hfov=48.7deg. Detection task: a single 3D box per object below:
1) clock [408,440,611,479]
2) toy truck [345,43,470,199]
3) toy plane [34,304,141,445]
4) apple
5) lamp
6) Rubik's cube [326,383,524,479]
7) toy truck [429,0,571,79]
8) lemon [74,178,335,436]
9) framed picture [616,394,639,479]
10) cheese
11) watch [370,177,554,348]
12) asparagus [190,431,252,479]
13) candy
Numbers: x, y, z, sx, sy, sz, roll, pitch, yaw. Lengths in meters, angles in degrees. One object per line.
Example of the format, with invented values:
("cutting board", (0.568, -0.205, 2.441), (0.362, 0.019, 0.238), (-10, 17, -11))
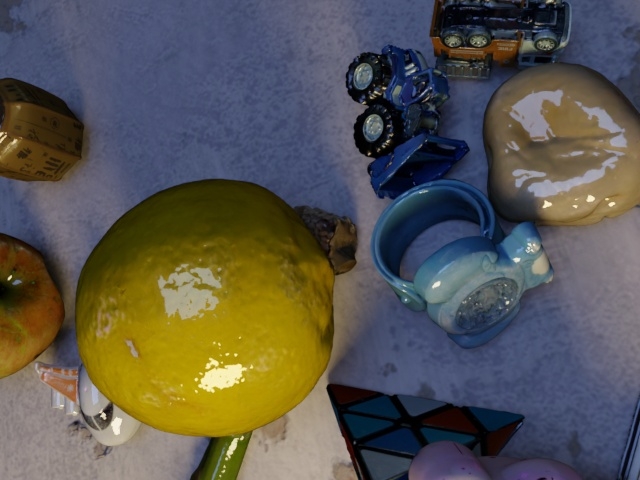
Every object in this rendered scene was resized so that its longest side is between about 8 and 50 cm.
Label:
("clock", (0.203, 0.376, 0.788), (0.322, 0.113, 0.295), (25, 101, -18))
("toy truck", (0.123, -0.162, 0.974), (0.126, 0.113, 0.208), (-15, 80, 42))
("toy plane", (-0.327, 0.190, 1.083), (0.245, 0.117, 0.244), (-3, 80, 17))
("apple", (-0.554, 0.109, 1.139), (0.226, 0.246, 0.246), (-29, 72, 32))
("lamp", (-0.492, -0.177, 1.161), (0.161, 0.185, 0.161), (-3, 81, 21))
("Rubik's cube", (0.073, 0.260, 0.875), (0.250, 0.234, 0.284), (43, 97, 20))
("toy truck", (0.242, -0.273, 0.963), (0.178, 0.115, 0.080), (7, 68, 14))
("lemon", (-0.145, 0.086, 0.904), (0.348, 0.348, 0.347), (-3, 80, 18))
("framed picture", (0.478, 0.262, 0.856), (0.199, 0.010, 0.195), (16, 87, 20))
("cheese", (0.309, -0.116, 0.919), (0.235, 0.117, 0.218), (35, 95, 24))
("watch", (0.174, 0.015, 0.926), (0.211, 0.211, 0.193), (-41, 49, 9))
("asparagus", (-0.144, 0.327, 1.031), (0.067, 0.060, 0.277), (20, 88, 40))
("candy", (0.000, 0.000, 1.022), (0.110, 0.085, 0.095), (10, 96, 30))
